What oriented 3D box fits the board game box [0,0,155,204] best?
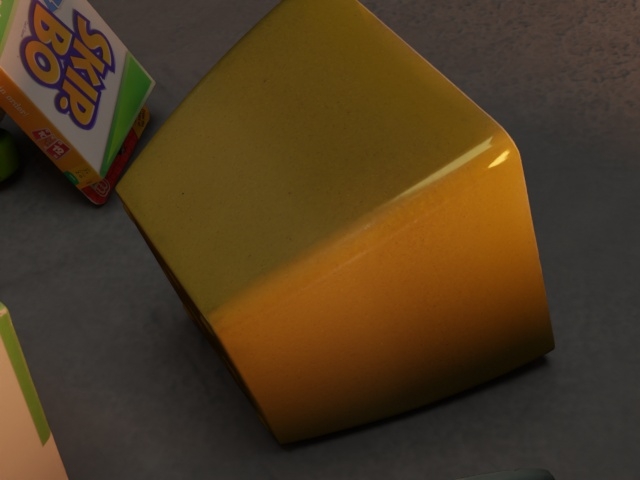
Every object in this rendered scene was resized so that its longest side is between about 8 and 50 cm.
[{"bbox_3d":[-0.219,-0.155,0.880,0.039,0.259,0.124,-15,38,31],"label":"board game box"}]

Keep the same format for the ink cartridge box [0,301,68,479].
[{"bbox_3d":[-0.281,0.066,0.686,0.117,0.201,0.278,-36,52,-28],"label":"ink cartridge box"}]

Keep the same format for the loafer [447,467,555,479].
[{"bbox_3d":[0.005,0.194,0.627,0.268,0.096,0.084,-15,65,0],"label":"loafer"}]

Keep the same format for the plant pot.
[{"bbox_3d":[0.000,0.000,0.740,0.187,0.212,0.212,-34,50,-9],"label":"plant pot"}]

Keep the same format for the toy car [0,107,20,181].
[{"bbox_3d":[-0.341,-0.134,0.944,0.149,0.155,0.188,-22,35,-17],"label":"toy car"}]
